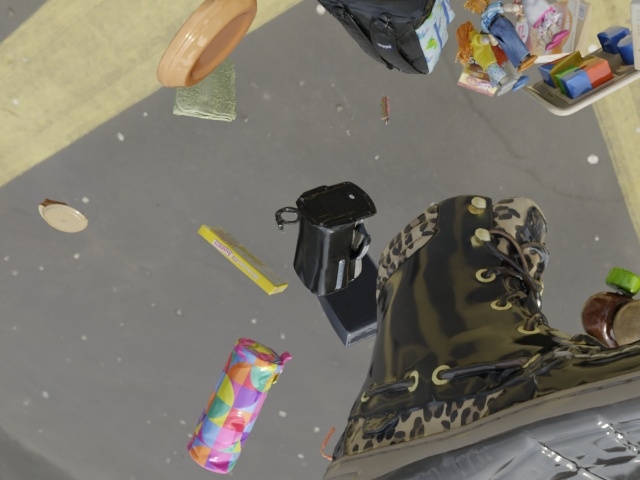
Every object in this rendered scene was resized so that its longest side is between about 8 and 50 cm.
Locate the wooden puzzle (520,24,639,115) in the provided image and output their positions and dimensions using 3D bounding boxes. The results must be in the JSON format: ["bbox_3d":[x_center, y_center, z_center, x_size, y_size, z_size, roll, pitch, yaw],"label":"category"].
[{"bbox_3d":[0.659,-0.421,1.440,0.348,0.322,0.080,-24,109,13],"label":"wooden puzzle"}]

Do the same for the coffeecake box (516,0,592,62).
[{"bbox_3d":[0.631,-0.569,1.690,0.068,0.142,0.186,2,-175,-39],"label":"coffeecake box"}]

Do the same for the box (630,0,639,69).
[{"bbox_3d":[0.587,-0.285,0.789,0.311,0.148,0.121,30,161,43],"label":"box"}]

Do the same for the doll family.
[{"bbox_3d":[0.321,-0.369,1.121,0.163,0.118,0.263,59,170,8],"label":"doll family"}]

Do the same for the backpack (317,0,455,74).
[{"bbox_3d":[0.194,-0.548,1.529,0.290,0.273,0.355,22,167,27],"label":"backpack"}]

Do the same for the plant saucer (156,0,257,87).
[{"bbox_3d":[-0.158,-0.295,0.901,0.037,0.200,0.200,42,135,-6],"label":"plant saucer"}]

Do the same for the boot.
[{"bbox_3d":[0.164,0.070,0.488,0.138,0.284,0.377,38,131,-21],"label":"boot"}]

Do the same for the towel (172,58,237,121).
[{"bbox_3d":[-0.200,-0.270,1.077,0.110,0.148,0.027,5,148,-15],"label":"towel"}]

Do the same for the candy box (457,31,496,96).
[{"bbox_3d":[0.475,-0.511,1.782,0.109,0.186,0.053,21,152,4],"label":"candy box"}]

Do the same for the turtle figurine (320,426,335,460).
[{"bbox_3d":[0.153,0.492,1.492,0.217,0.270,0.087,51,167,18],"label":"turtle figurine"}]

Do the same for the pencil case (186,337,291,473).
[{"bbox_3d":[-0.147,0.291,1.101,0.105,0.236,0.104,28,-178,-1],"label":"pencil case"}]

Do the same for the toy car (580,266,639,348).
[{"bbox_3d":[0.482,0.135,0.895,0.149,0.155,0.188,29,177,-3],"label":"toy car"}]

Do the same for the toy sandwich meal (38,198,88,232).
[{"bbox_3d":[-0.455,-0.046,1.098,0.086,0.029,0.085,3,144,2],"label":"toy sandwich meal"}]

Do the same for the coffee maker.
[{"bbox_3d":[0.000,0.000,1.083,0.171,0.120,0.178,-1,135,-9],"label":"coffee maker"}]

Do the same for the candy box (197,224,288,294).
[{"bbox_3d":[-0.164,0.039,1.320,0.206,0.105,0.027,40,99,9],"label":"candy box"}]

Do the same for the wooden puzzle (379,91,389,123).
[{"bbox_3d":[0.162,-0.333,1.551,0.006,0.083,0.049,-5,-179,-14],"label":"wooden puzzle"}]

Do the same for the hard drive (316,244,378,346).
[{"bbox_3d":[0.078,0.116,1.480,0.172,0.254,0.054,-22,143,-7],"label":"hard drive"}]
